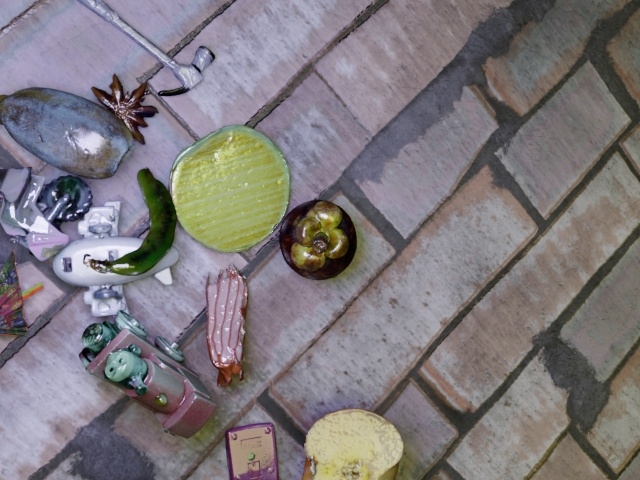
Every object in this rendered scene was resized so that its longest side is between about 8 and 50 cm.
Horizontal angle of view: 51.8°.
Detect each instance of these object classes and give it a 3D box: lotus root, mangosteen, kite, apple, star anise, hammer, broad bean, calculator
[{"bbox_3d":[-0.551,-0.239,1.368,0.322,0.140,0.158,23,68,-5],"label":"lotus root"},{"bbox_3d":[0.000,0.000,1.540,0.192,0.217,0.192,-1,93,-11],"label":"mangosteen"},{"bbox_3d":[-0.640,0.126,1.357,0.014,0.183,0.241,22,122,17],"label":"kite"},{"bbox_3d":[0.064,0.559,1.618,0.251,0.163,0.293,11,76,-8],"label":"apple"},{"bbox_3d":[-0.441,-0.286,1.465,0.168,0.057,0.167,-1,92,-19],"label":"star anise"},{"bbox_3d":[-0.442,-0.490,1.465,0.427,0.044,0.152,39,82,-15],"label":"hammer"},{"bbox_3d":[-0.377,-0.030,1.400,0.144,0.049,0.292,29,50,-13],"label":"broad bean"},{"bbox_3d":[-0.165,0.546,1.611,0.127,0.034,0.190,-6,94,-16],"label":"calculator"}]

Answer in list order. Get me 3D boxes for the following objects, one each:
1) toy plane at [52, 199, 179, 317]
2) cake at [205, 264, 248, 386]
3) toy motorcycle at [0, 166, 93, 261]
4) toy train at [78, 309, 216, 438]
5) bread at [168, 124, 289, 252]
[{"bbox_3d":[-0.445,0.043,1.445,0.267,0.122,0.266,0,90,-18],"label":"toy plane"},{"bbox_3d":[-0.216,0.198,1.540,0.098,0.135,0.287,-2,85,-4],"label":"cake"},{"bbox_3d":[-0.645,-0.058,1.358,0.327,0.143,0.188,6,77,-4],"label":"toy motorcycle"},{"bbox_3d":[-0.370,0.284,1.401,0.150,0.221,0.304,-48,138,-6],"label":"toy train"},{"bbox_3d":[-0.207,-0.118,1.543,0.301,0.045,0.301,-4,100,-24],"label":"bread"}]
